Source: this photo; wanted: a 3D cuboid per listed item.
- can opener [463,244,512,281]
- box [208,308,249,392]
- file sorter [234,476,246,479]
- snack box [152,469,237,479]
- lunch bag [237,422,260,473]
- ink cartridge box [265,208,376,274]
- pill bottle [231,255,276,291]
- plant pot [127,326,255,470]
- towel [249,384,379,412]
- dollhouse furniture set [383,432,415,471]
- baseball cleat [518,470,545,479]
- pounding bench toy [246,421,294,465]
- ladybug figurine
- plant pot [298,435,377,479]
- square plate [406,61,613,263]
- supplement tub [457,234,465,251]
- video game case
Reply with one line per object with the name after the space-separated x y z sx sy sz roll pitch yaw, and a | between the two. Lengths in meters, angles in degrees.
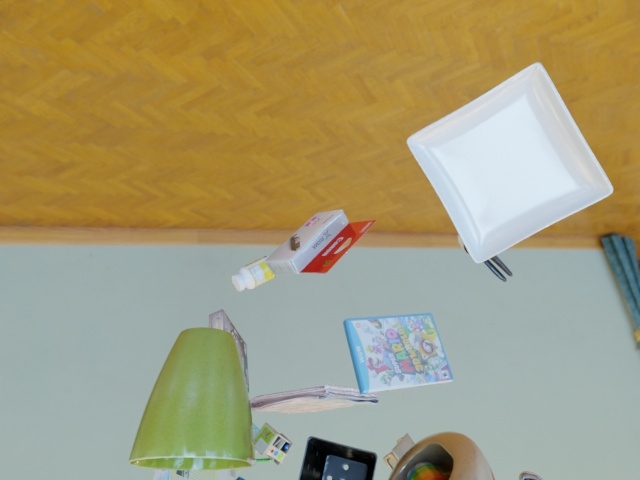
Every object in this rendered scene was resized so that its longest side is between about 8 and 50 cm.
0.521 0.051 1.537 0.073 0.186 0.059 -19 147 -54 | can opener
-0.296 0.361 1.588 0.056 0.231 0.183 -23 121 2 | box
-0.142 0.539 0.943 0.118 0.105 0.170 28 161 8 | file sorter
-0.347 0.693 1.391 0.060 0.187 0.322 -19 134 16 | snack box
-0.341 0.744 1.755 0.223 0.160 0.262 -41 -179 -34 | lunch bag
0.000 0.000 1.487 0.238 0.275 0.060 -6 121 48 | ink cartridge box
-0.283 0.145 2.109 0.184 0.103 0.103 -26 168 -29 | pill bottle
-0.281 0.366 1.154 0.274 0.294 0.275 -1 150 0 | plant pot
-0.016 0.530 1.627 0.316 0.054 0.331 -20 152 31 | towel
0.286 0.826 1.801 0.151 0.144 0.123 -46 163 31 | dollhouse furniture set
0.588 0.651 1.213 0.205 0.072 0.109 26 170 24 | baseball cleat
-0.107 0.440 1.028 0.052 0.083 0.065 14 151 54 | pounding bench toy
0.277 0.599 1.127 0.305 0.162 0.449 -46 177 -3 | ladybug figurine
0.049 0.641 1.307 0.187 0.188 0.167 9 158 14 | plant pot
0.434 -0.176 1.155 0.347 0.344 0.049 -29 179 10 | square plate
0.605 -0.030 1.786 0.190 0.117 0.117 -34 161 -11 | supplement tub
0.126 0.178 0.794 0.166 0.119 0.015 0 149 -23 | video game case
